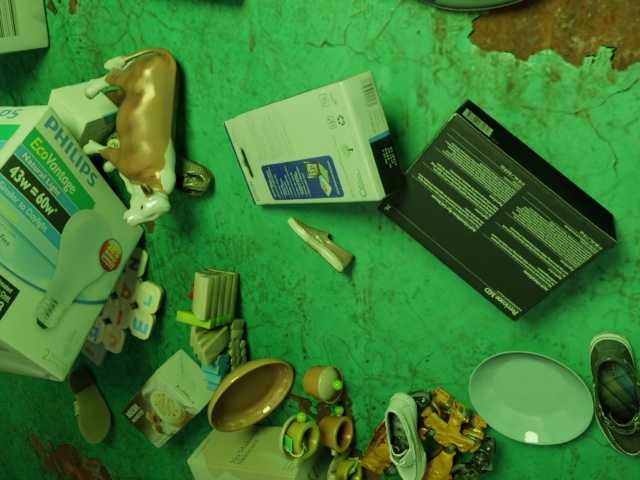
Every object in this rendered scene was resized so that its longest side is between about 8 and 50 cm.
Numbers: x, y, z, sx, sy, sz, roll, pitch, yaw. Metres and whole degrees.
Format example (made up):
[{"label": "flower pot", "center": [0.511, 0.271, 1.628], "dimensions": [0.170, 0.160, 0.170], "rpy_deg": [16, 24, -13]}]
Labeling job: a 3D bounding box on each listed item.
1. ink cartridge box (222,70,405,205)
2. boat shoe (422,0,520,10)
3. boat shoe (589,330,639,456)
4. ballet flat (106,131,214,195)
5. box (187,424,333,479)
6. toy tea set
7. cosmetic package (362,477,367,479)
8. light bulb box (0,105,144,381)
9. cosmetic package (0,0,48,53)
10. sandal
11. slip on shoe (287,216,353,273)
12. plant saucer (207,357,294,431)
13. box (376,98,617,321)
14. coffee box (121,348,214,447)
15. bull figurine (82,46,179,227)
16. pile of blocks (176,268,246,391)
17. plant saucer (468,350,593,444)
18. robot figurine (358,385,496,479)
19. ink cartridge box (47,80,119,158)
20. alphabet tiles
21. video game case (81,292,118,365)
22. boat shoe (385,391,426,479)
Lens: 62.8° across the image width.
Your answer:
[{"label": "ink cartridge box", "center": [-0.026, -0.141, 0.811], "dimensions": [0.332, 0.065, 0.165], "rpy_deg": [4, 119, 52]}, {"label": "boat shoe", "center": [0.116, -0.355, 0.643], "dimensions": [0.319, 0.099, 0.116], "rpy_deg": [23, 123, 16]}, {"label": "boat shoe", "center": [0.459, 0.252, 0.800], "dimensions": [0.080, 0.076, 0.229], "rpy_deg": [-5, 112, 30]}, {"label": "ballet flat", "center": [-0.321, -0.146, 1.011], "dimensions": [0.249, 0.058, 0.084], "rpy_deg": [25, 124, 14]}, {"label": "box", "center": [-0.138, 0.524, 1.219], "dimensions": [0.311, 0.148, 0.121], "rpy_deg": [-8, 110, 29]}, {"label": "toy tea set", "center": [0.029, 0.419, 1.045], "dimensions": [0.124, 0.200, 0.336], "rpy_deg": [-1, 110, 38]}, {"label": "cosmetic package", "center": [0.087, 0.642, 1.158], "dimensions": [0.183, 0.151, 0.151], "rpy_deg": [17, 122, 18]}, {"label": "light bulb box", "center": [-0.560, 0.007, 0.949], "dimensions": [0.225, 0.361, 0.358], "rpy_deg": [4, 144, 18]}, {"label": "cosmetic package", "center": [-0.767, -0.473, 0.968], "dimensions": [0.453, 0.230, 0.162], "rpy_deg": [20, 122, 17]}, {"label": "sandal", "center": [-0.681, 0.470, 1.535], "dimensions": [0.079, 0.088, 0.240], "rpy_deg": [15, 120, 58]}, {"label": "slip on shoe", "center": [0.000, 0.000, 0.933], "dimensions": [0.135, 0.051, 0.041], "rpy_deg": [42, 87, 12]}, {"label": "plant saucer", "center": [-0.148, 0.317, 1.098], "dimensions": [0.037, 0.200, 0.200], "rpy_deg": [43, 133, 38]}, {"label": "box", "center": [0.242, -0.041, 0.743], "dimensions": [0.261, 0.103, 0.184], "rpy_deg": [40, 125, 3]}, {"label": "coffee box", "center": [-0.375, 0.397, 1.303], "dimensions": [0.141, 0.098, 0.246], "rpy_deg": [45, 127, 0]}, {"label": "bull figurine", "center": [-0.326, -0.183, 0.933], "dimensions": [0.188, 0.101, 0.310], "rpy_deg": [13, 96, 22]}, {"label": "pile of blocks", "center": [-0.237, 0.217, 1.105], "dimensions": [0.112, 0.149, 0.362], "rpy_deg": [8, 119, 25]}, {"label": "plant saucer", "center": [0.352, 0.257, 0.884], "dimensions": [0.195, 0.037, 0.195], "rpy_deg": [13, 121, 22]}, {"label": "robot figurine", "center": [0.200, 0.390, 1.007], "dimensions": [0.211, 0.085, 0.291], "rpy_deg": [35, 127, 6]}, {"label": "ink cartridge box", "center": [-0.477, -0.223, 1.032], "dimensions": [0.090, 0.092, 0.143], "rpy_deg": [43, 128, 1]}, {"label": "alphabet tiles", "center": [-0.503, 0.116, 1.227], "dimensions": [0.284, 0.021, 0.278], "rpy_deg": [23, 107, 10]}, {"label": "video game case", "center": [-0.648, 0.135, 1.349], "dimensions": [0.329, 0.036, 0.300], "rpy_deg": [39, 127, 5]}, {"label": "boat shoe", "center": [0.147, 0.363, 0.929], "dimensions": [0.066, 0.063, 0.184], "rpy_deg": [9, 114, 33]}]
